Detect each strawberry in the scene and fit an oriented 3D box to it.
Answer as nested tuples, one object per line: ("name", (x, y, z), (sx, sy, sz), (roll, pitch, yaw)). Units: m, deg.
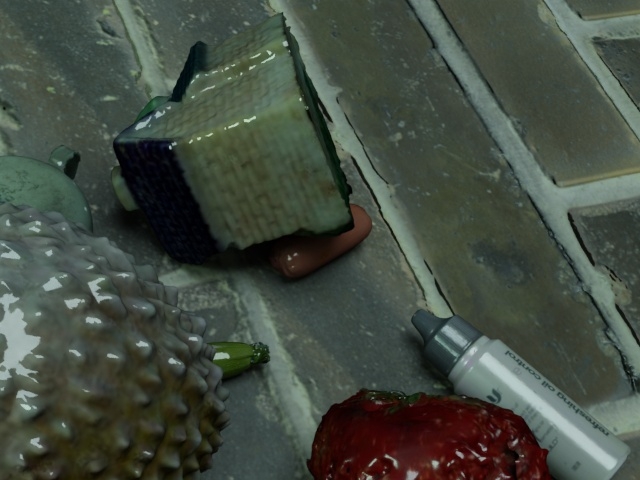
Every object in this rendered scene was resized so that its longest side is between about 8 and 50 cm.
("strawberry", (0.128, 0.275, 1.258), (0.274, 0.274, 0.220), (2, 85, -15))

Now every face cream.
("face cream", (0.236, 0.191, 1.429), (0.311, 0.092, 0.092), (39, 53, 16))

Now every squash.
("squash", (-0.149, 0.145, 1.375), (0.184, 0.052, 0.052), (-4, 54, -21))

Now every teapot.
("teapot", (-0.372, -0.007, 1.380), (0.193, 0.129, 0.294), (26, 48, 4))

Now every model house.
("model house", (-0.125, -0.122, 1.496), (0.284, 0.243, 0.298), (-16, 28, 4))

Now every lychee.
("lychee", (-0.299, 0.155, 1.114), (0.432, 0.380, 0.380), (22, 48, -22))

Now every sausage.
("sausage", (0.000, 0.000, 1.524), (0.154, 0.062, 0.062), (-30, 66, -33))
